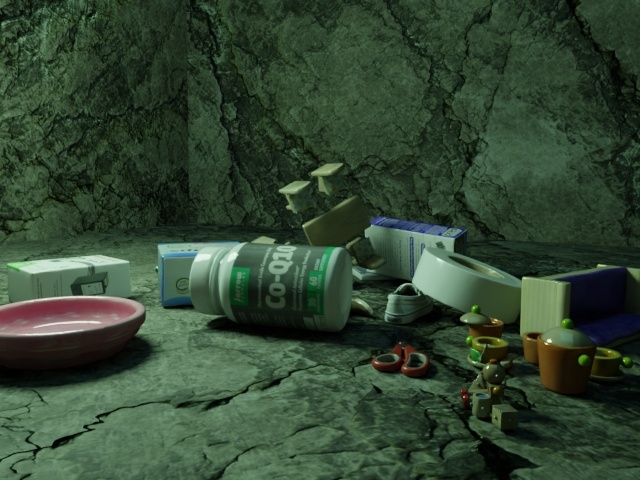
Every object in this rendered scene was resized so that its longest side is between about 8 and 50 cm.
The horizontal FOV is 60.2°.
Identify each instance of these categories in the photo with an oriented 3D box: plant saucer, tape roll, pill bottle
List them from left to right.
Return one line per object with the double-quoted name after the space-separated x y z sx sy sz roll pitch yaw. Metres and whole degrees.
-0.534 0.187 1.139 0.333 0.084 0.332 1 6 0 "plant saucer"
-0.116 0.108 1.339 0.362 0.204 0.204 2 7 16 "pill bottle"
0.391 0.113 1.447 0.287 0.100 0.286 19 9 -3 "tape roll"

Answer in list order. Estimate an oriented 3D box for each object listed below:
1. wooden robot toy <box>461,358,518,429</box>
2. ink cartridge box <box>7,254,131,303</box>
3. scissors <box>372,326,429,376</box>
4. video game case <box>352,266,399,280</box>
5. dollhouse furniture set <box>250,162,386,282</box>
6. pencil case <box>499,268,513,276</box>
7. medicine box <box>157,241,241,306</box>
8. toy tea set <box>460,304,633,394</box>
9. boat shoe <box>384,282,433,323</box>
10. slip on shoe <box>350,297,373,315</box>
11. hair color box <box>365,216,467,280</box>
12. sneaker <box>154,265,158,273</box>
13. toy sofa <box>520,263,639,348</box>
0.266 0.229 0.878 0.076 0.078 0.173 2 6 7 "wooden robot toy"
-0.713 0.116 1.576 0.199 0.114 0.273 7 9 43 "ink cartridge box"
0.183 0.227 1.160 0.109 0.021 0.297 0 5 16 "scissors"
0.210 0.119 2.046 0.173 0.022 0.190 0 7 -11 "video game case"
0.000 0.000 1.726 0.394 0.361 0.256 -31 18 -19 "dollhouse furniture set"
0.591 0.134 1.782 0.070 0.064 0.152 -14 3 18 "pencil case"
-0.351 0.094 1.669 0.264 0.149 0.289 -2 6 -19 "medicine box"
0.404 0.185 1.069 0.200 0.124 0.336 -6 9 -42 "toy tea set"
0.243 0.155 1.475 0.095 0.084 0.258 3 7 22 "boat shoe"
0.085 0.178 1.474 0.041 0.051 0.135 -46 38 -20 "slip on shoe"
0.322 0.037 1.892 0.339 0.185 0.110 12 26 36 "hair color box"
-0.545 0.110 2.003 0.098 0.038 0.069 11 6 3 "sneaker"
0.648 0.150 1.296 0.363 0.150 0.177 -4 7 -35 "toy sofa"
